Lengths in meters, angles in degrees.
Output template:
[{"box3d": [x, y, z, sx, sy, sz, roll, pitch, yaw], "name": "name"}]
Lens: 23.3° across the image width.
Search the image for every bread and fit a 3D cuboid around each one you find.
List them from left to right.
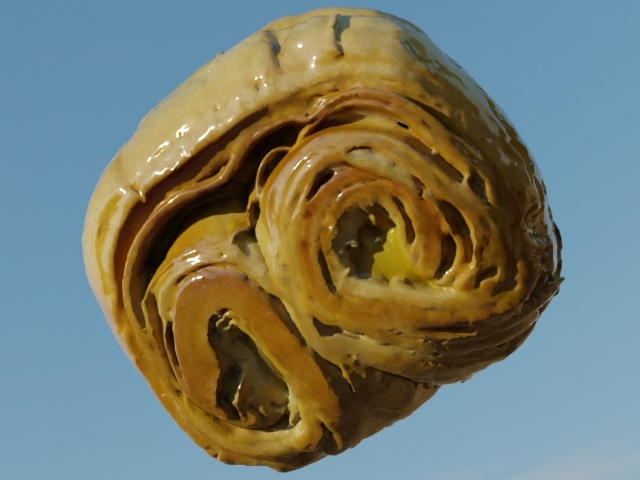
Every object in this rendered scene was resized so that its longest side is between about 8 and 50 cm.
[{"box3d": [-0.002, -0.002, 0.758, 0.236, 0.198, 0.120, -34, 4, 26], "name": "bread"}]
